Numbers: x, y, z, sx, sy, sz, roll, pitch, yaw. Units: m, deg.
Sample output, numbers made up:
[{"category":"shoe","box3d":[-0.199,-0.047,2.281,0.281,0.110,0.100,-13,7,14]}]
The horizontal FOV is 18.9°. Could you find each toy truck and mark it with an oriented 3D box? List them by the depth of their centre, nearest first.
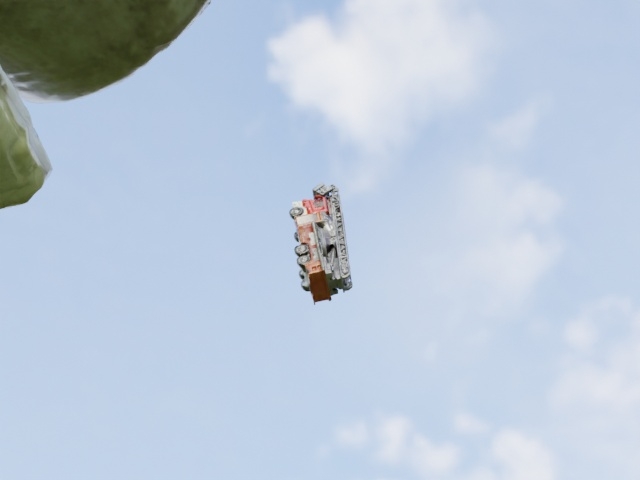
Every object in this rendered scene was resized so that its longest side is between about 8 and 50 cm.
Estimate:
[{"category":"toy truck","box3d":[0.000,0.000,1.064,0.032,0.083,0.024,-14,-53,2]}]

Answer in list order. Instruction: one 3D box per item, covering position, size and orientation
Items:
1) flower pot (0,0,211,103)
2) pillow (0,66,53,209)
[{"category":"flower pot","box3d":[-0.220,-0.267,1.196,0.294,0.293,0.330,-27,-45,20]},{"category":"pillow","box3d":[-0.295,-0.107,0.867,0.281,0.076,0.274,-12,-55,14]}]
